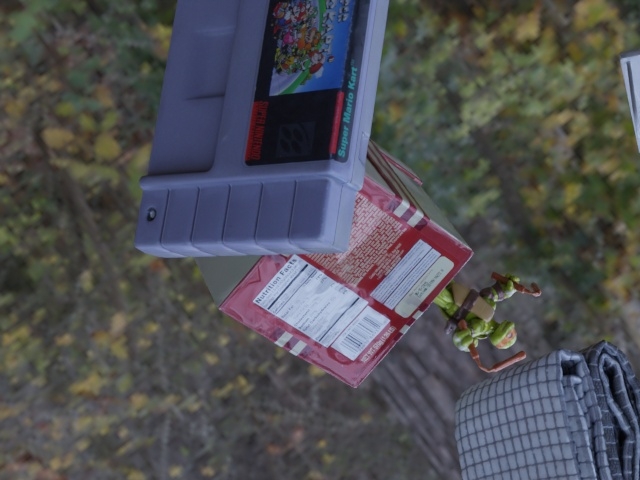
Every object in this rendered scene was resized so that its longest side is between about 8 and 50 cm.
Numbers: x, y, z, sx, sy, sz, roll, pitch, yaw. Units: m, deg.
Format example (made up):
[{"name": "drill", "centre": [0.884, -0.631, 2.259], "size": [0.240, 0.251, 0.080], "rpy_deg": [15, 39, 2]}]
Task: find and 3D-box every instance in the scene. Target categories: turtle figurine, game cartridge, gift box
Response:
[{"name": "turtle figurine", "centre": [0.196, 0.080, 1.955], "size": [0.087, 0.217, 0.269], "rpy_deg": [-53, 176, 34]}, {"name": "game cartridge", "centre": [-0.049, -0.161, 1.294], "size": [0.230, 0.355, 0.068], "rpy_deg": [-4, 162, 40]}, {"name": "gift box", "centre": [0.000, 0.000, 1.675], "size": [0.255, 0.276, 0.258], "rpy_deg": [-45, -145, 9]}]

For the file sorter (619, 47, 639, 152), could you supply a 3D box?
[{"name": "file sorter", "centre": [0.608, -0.185, 2.130], "size": [0.277, 0.193, 0.173], "rpy_deg": [-9, -140, 16]}]

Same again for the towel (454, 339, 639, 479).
[{"name": "towel", "centre": [0.272, 0.273, 1.573], "size": [0.121, 0.284, 0.235], "rpy_deg": [-4, 165, -28]}]
